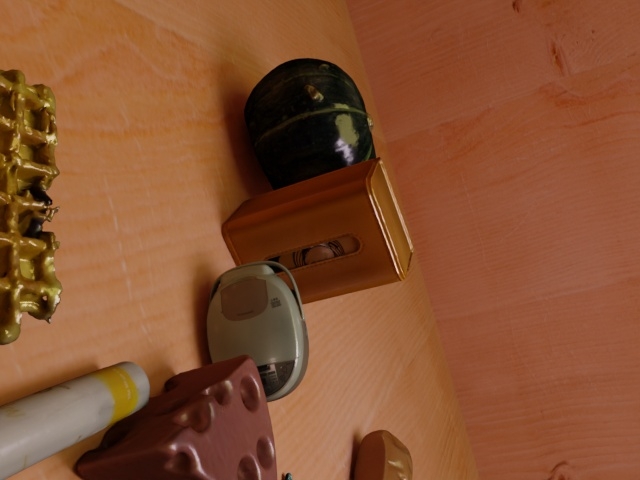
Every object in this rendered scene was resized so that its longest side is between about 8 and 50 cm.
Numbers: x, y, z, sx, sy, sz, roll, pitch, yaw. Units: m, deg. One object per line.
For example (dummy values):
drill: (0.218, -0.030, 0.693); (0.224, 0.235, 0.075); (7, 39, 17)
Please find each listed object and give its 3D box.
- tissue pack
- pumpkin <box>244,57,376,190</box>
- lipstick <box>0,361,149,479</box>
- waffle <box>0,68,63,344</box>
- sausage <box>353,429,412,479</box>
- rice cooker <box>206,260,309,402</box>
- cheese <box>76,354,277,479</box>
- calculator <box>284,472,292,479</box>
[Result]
tissue pack: (0.000, 0.000, 0.973); (0.194, 0.275, 0.145); (66, 22, -19)
pumpkin: (-0.011, -0.210, 1.131); (0.323, 0.241, 0.323); (-21, 90, -85)
lipstick: (-0.250, 0.162, 0.475); (0.264, 0.059, 0.059); (-5, 80, -71)
waffle: (-0.312, -0.047, 0.468); (0.283, 0.065, 0.309); (63, 25, -24)
sausage: (0.132, 0.514, 1.161); (0.136, 0.120, 0.241); (54, 25, -19)
rice cooker: (-0.089, 0.136, 0.820); (0.127, 0.145, 0.206); (63, 15, -63)
cheese: (-0.144, 0.217, 0.642); (0.203, 0.128, 0.177); (55, 25, -34)
calculator: (-0.054, 0.435, 0.862); (0.094, 0.019, 0.141); (61, 23, -25)
